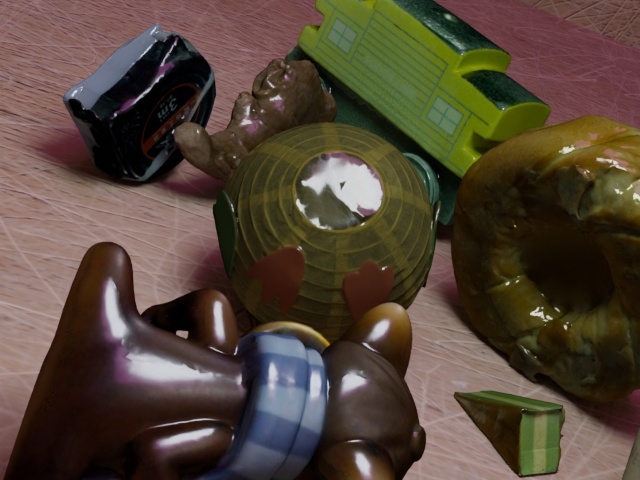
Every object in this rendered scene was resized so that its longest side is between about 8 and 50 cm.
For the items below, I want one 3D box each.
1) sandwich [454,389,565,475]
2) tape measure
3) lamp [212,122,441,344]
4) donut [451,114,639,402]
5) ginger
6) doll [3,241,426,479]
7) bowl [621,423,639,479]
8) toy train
[{"bbox_3d":[0.208,0.215,1.450,0.074,0.074,0.116,3,2,-37],"label":"sandwich"},{"bbox_3d":[-0.215,-0.164,1.580,0.107,0.181,0.182,32,63,21],"label":"tape measure"},{"bbox_3d":[0.000,0.000,1.440,0.250,0.284,0.250,3,70,-7],"label":"lamp"},{"bbox_3d":[0.323,0.028,1.544,0.360,0.360,0.170,37,44,22],"label":"donut"},{"bbox_3d":[-0.062,-0.142,1.681,0.080,0.166,0.333,-7,26,32],"label":"ginger"},{"bbox_3d":[-0.087,0.149,1.074,0.339,0.209,0.318,9,42,-14],"label":"doll"},{"bbox_3d":[0.420,0.288,1.366,0.237,0.126,0.238,20,27,-10],"label":"bowl"},{"bbox_3d":[0.123,-0.206,1.846,0.442,0.272,0.179,42,28,30],"label":"toy train"}]
